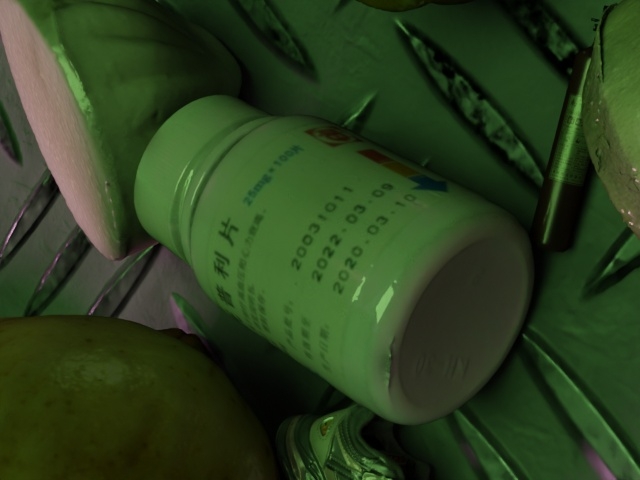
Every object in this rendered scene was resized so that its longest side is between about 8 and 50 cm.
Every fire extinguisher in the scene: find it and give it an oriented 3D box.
[{"bbox_3d":[0.186,-0.075,0.869,0.049,0.035,0.173,23,105,44],"label":"fire extinguisher"}]

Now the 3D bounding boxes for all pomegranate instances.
[{"bbox_3d":[-0.199,0.217,0.992,0.410,0.410,0.410,-4,84,41],"label":"pomegranate"}]

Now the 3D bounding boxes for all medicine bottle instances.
[{"bbox_3d":[0.000,0.000,0.935,0.293,0.170,0.170,32,107,38],"label":"medicine bottle"}]

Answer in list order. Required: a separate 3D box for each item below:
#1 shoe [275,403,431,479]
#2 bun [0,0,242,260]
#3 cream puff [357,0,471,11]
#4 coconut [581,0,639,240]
[{"bbox_3d":[0.044,0.194,0.945,0.092,0.089,0.180,-37,65,20],"label":"shoe"},{"bbox_3d":[-0.157,-0.129,1.101,0.263,0.175,0.263,55,159,33],"label":"bun"},{"bbox_3d":[0.050,-0.305,0.853,0.323,0.274,0.270,38,102,40],"label":"cream puff"},{"bbox_3d":[0.268,-0.084,0.681,0.234,0.224,0.224,-22,73,36],"label":"coconut"}]
